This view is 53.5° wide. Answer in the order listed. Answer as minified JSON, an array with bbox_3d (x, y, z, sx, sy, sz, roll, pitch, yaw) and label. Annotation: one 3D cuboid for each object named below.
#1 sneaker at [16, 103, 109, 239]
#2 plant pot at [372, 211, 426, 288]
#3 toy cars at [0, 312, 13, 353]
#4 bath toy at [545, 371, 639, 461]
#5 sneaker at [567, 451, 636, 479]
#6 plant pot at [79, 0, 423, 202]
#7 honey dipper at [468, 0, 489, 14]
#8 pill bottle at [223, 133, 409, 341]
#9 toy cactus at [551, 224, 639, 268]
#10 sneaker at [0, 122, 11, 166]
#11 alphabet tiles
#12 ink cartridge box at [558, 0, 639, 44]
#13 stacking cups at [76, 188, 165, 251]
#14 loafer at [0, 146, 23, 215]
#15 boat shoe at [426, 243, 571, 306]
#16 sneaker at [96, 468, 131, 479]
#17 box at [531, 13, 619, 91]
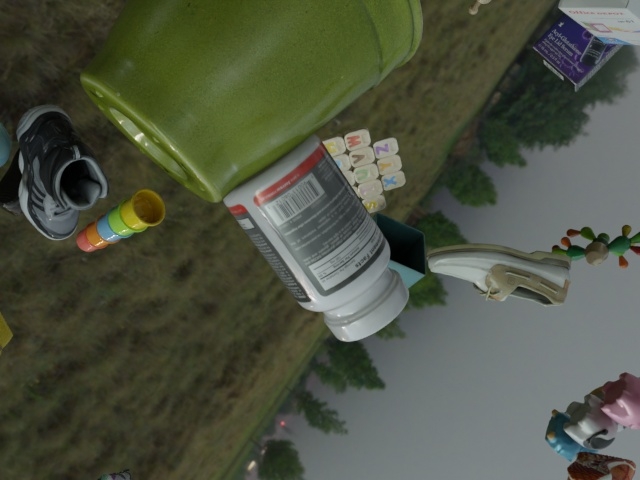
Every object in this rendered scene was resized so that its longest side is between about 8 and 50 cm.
[{"bbox_3d":[-0.422,-0.076,1.044,0.101,0.153,0.269,-24,144,-35],"label":"sneaker"},{"bbox_3d":[0.172,0.075,1.847,0.234,0.165,0.165,-52,-158,42],"label":"plant pot"},{"bbox_3d":[-0.667,0.181,1.045,0.393,0.087,0.176,18,75,-64],"label":"toy cars"},{"bbox_3d":[0.575,0.306,1.165,0.151,0.129,0.348,-50,176,-41],"label":"bath toy"},{"bbox_3d":[0.320,0.285,0.735,0.175,0.064,0.067,7,83,-50],"label":"sneaker"},{"bbox_3d":[-0.114,-0.252,0.860,0.353,0.366,0.366,-50,172,-11],"label":"plant pot"},{"bbox_3d":[0.279,-0.418,1.110,0.030,0.030,0.161,-57,179,9],"label":"honey dipper"},{"bbox_3d":[0.000,0.000,1.189,0.210,0.363,0.210,-31,-162,11],"label":"pill bottle"},{"bbox_3d":[0.633,0.027,1.455,0.180,0.219,0.112,-27,112,-58],"label":"toy cactus"},{"bbox_3d":[-0.616,-0.223,0.920,0.135,0.366,0.150,-42,-167,8],"label":"sneaker"},{"bbox_3d":[0.095,-0.184,1.797,0.021,0.278,0.284,-100,173,-51],"label":"alphabet tiles"},{"bbox_3d":[0.357,-0.277,0.756,0.122,0.088,0.052,13,98,-40],"label":"ink cartridge box"},{"bbox_3d":[-0.526,-0.046,1.626,0.316,0.096,0.096,-17,-158,40],"label":"stacking cups"},{"bbox_3d":[-0.657,-0.146,1.433,0.078,0.080,0.220,101,10,-56],"label":"loafer"},{"bbox_3d":[0.366,0.072,1.298,0.113,0.302,0.103,106,-11,-77],"label":"boat shoe"},{"bbox_3d":[-0.289,0.389,0.938,0.069,0.098,0.038,-6,180,-43],"label":"sneaker"},{"bbox_3d":[0.665,-0.508,1.601,0.207,0.153,0.108,-48,165,17],"label":"box"}]
